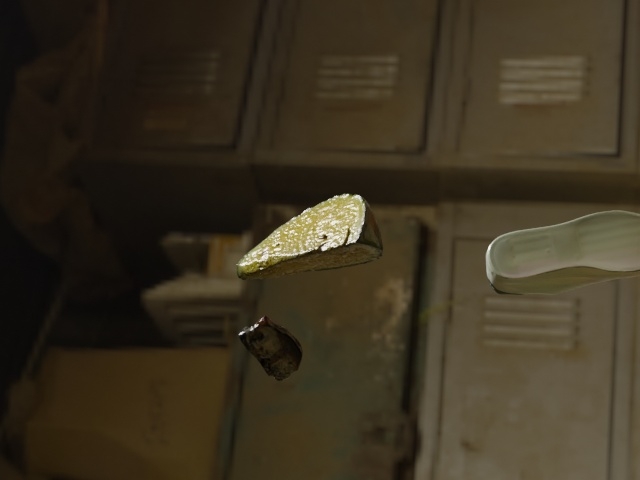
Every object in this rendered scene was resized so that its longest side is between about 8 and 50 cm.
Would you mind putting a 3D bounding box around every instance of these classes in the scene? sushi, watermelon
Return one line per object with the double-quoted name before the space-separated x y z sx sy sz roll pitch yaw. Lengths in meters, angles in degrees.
"sushi" -0.049 0.119 1.670 0.083 0.046 0.044 48 -168 -36
"watermelon" 0.001 -0.010 1.572 0.092 0.181 0.075 3 -103 -42

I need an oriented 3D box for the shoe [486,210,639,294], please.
"shoe" 0.354 0.025 2.100 0.110 0.264 0.095 99 166 -67
